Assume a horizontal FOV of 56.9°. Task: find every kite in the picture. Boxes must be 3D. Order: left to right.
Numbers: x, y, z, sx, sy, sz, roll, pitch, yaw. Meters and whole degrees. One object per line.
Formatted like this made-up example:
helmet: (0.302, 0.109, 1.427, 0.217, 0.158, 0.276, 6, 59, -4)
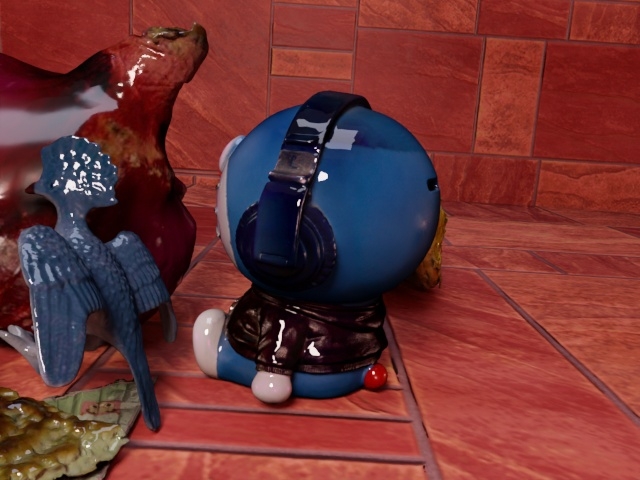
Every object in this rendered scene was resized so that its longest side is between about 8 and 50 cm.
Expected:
kite: (-0.257, 0.162, 0.481, 0.267, 0.013, 0.323, 15, 14, 42)

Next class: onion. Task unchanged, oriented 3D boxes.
onion: (-0.292, -0.099, 0.704, 0.398, 0.420, 0.398, 40, 21, -19)

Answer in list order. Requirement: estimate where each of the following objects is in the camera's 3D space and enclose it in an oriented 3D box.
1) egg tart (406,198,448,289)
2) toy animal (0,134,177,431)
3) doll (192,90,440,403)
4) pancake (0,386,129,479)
egg tart: (0.107, -0.063, 1.017, 0.345, 0.132, 0.345, 45, -3, 3)
toy animal: (-0.200, 0.042, 0.524, 0.255, 0.176, 0.239, 45, 9, 5)
doll: (0.000, 0.000, 0.627, 0.240, 0.310, 0.284, 9, 12, 18)
pancake: (-0.319, 0.141, 0.342, 0.304, 0.067, 0.427, 10, 10, 7)
